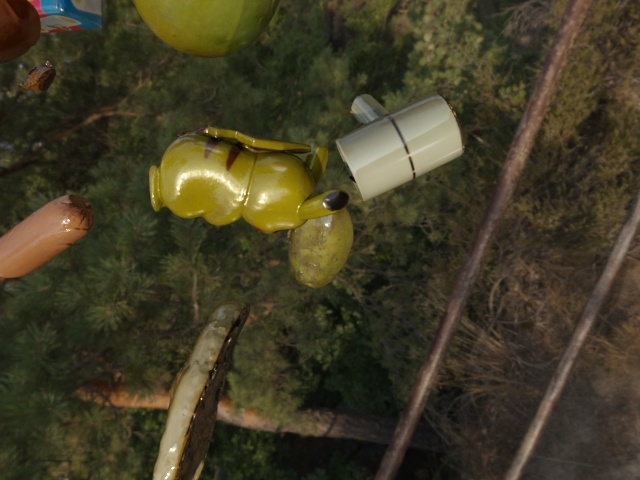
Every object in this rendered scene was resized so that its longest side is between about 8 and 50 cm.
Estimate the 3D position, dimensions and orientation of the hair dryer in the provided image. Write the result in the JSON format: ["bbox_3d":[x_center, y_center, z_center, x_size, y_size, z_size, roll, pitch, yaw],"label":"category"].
[{"bbox_3d":[0.119,-0.228,0.915,0.128,0.203,0.362,61,-175,-33],"label":"hair dryer"}]

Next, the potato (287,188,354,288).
[{"bbox_3d":[0.000,0.000,1.043,0.113,0.150,0.251,-44,-31,-59],"label":"potato"}]

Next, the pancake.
[{"bbox_3d":[-0.215,0.287,0.807,0.387,0.082,0.386,-164,90,-88],"label":"pancake"}]

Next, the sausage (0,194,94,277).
[{"bbox_3d":[-0.710,-0.012,1.171,0.305,0.121,0.121,-29,38,16],"label":"sausage"}]

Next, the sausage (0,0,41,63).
[{"bbox_3d":[-0.346,-0.206,0.423,0.179,0.089,0.089,-63,-8,-61],"label":"sausage"}]

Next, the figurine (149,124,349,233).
[{"bbox_3d":[-0.124,-0.110,0.821,0.218,0.327,0.169,-86,12,-56],"label":"figurine"}]

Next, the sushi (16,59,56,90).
[{"bbox_3d":[-0.675,-0.387,1.090,0.099,0.047,0.050,-65,4,-38],"label":"sushi"}]

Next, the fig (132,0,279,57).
[{"bbox_3d":[-0.139,-0.364,0.607,0.230,0.207,0.207,-24,50,30],"label":"fig"}]

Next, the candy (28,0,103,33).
[{"bbox_3d":[-0.552,-0.483,0.855,0.100,0.306,0.157,-11,-74,-65],"label":"candy"}]
